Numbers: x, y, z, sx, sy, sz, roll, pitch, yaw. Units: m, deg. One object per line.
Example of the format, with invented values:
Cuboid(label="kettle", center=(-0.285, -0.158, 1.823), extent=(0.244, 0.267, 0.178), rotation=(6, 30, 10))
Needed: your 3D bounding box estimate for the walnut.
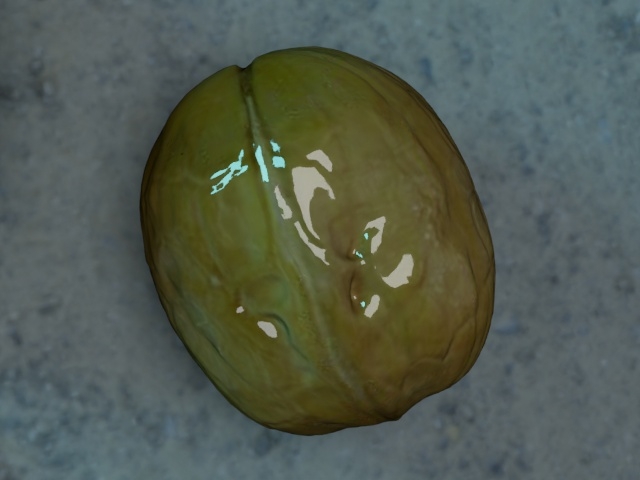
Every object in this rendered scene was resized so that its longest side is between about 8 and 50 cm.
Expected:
Cuboid(label="walnut", center=(0.000, 0.000, 0.841), extent=(0.193, 0.193, 0.226), rotation=(-33, 99, -11))
